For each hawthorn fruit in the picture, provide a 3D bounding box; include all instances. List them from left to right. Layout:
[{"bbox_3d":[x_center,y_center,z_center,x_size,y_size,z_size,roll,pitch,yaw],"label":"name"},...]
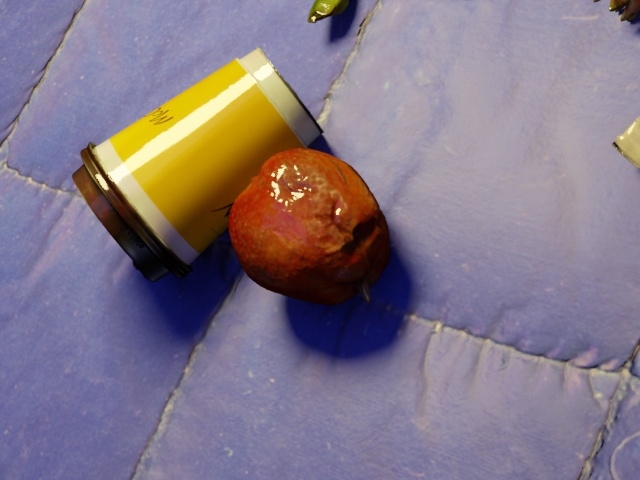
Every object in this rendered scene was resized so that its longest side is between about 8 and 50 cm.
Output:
[{"bbox_3d":[-0.007,-0.011,1.606,0.179,0.173,0.174,17,74,12],"label":"hawthorn fruit"}]

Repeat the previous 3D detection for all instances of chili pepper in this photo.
[{"bbox_3d":[0.016,-0.350,1.835,0.052,0.050,0.202,-28,48,39],"label":"chili pepper"}]

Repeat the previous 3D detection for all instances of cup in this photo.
[{"bbox_3d":[-0.144,-0.093,1.720,0.279,0.196,0.196,-38,50,1],"label":"cup"}]

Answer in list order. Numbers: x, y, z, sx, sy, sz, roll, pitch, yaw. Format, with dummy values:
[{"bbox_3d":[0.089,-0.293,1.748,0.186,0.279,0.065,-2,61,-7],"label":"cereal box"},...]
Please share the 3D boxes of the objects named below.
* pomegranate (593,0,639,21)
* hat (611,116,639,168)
[{"bbox_3d":[0.349,-0.319,1.551,0.159,0.129,0.129,-32,51,26],"label":"pomegranate"},{"bbox_3d":[0.408,-0.174,1.445,0.164,0.219,0.226,45,59,9],"label":"hat"}]
